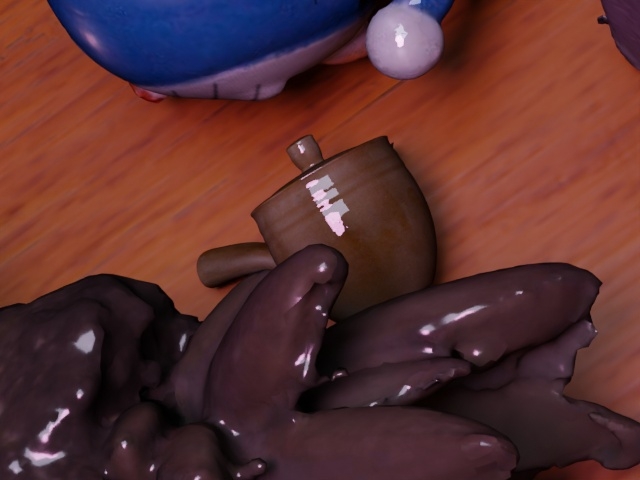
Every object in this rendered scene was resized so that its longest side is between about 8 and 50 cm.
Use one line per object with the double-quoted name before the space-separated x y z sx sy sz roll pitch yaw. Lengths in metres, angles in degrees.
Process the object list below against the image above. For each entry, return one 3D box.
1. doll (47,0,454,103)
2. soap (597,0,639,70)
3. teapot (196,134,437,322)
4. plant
"doll" 0.000 -0.154 0.744 0.257 0.161 0.215 -15 53 -6
"soap" 0.208 -0.083 0.563 0.107 0.296 0.285 -47 63 -3
"teapot" 0.000 0.000 0.736 0.110 0.085 0.080 -32 86 35
"plant" -0.044 0.107 0.639 0.320 0.194 0.181 -5 70 23
